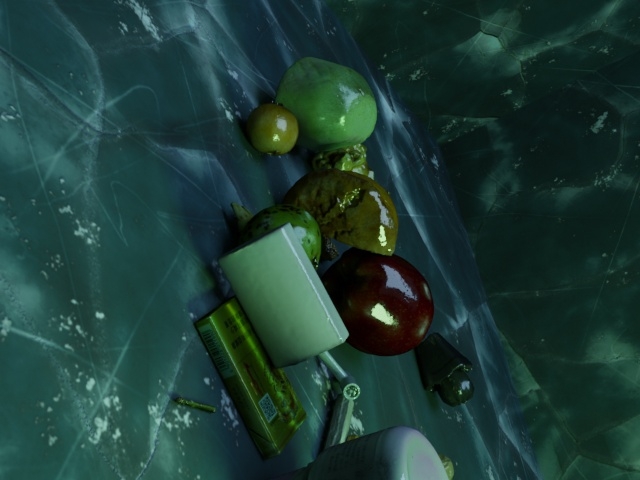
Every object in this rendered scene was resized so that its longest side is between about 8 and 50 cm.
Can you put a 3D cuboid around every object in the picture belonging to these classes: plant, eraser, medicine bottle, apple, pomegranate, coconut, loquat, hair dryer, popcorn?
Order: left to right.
[{"bbox_3d":[-0.113,0.007,1.610,0.263,0.211,0.211,29,8,26],"label":"pomegranate"},{"bbox_3d":[-0.132,-0.306,1.917,0.163,0.137,0.163,12,67,-31],"label":"loquat"},{"bbox_3d":[-0.079,0.117,1.446,0.270,0.174,0.095,62,21,-7],"label":"eraser"},{"bbox_3d":[0.000,-0.412,2.130,0.328,0.329,0.281,-81,168,-54],"label":"coconut"},{"bbox_3d":[0.023,0.305,1.728,0.183,0.044,0.155,49,-4,-5],"label":"hair dryer"},{"bbox_3d":[0.061,-0.235,2.261,0.203,0.200,0.225,3,95,-36],"label":"popcorn"},{"bbox_3d":[0.062,0.504,1.281,0.256,0.325,0.256,50,26,-35],"label":"medicine bottle"},{"bbox_3d":[0.158,0.165,1.917,0.317,0.288,0.288,34,37,-36],"label":"apple"},{"bbox_3d":[0.426,0.443,2.375,0.142,0.164,0.256,27,32,-57],"label":"plant"}]

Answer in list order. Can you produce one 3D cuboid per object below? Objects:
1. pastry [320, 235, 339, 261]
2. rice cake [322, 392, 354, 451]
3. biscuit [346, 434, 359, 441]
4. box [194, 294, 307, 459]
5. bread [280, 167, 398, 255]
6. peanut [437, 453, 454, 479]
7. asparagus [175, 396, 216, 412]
[{"bbox_3d":[0.000,0.000,2.014,0.140,0.056,0.080,56,16,-5],"label":"pastry"},{"bbox_3d":[0.042,0.456,1.641,0.057,0.052,0.256,60,23,-20],"label":"rice cake"},{"bbox_3d":[0.075,0.551,1.569,0.158,0.035,0.240,70,21,-44],"label":"biscuit"},{"bbox_3d":[-0.138,0.273,1.440,0.311,0.043,0.173,63,22,-4],"label":"box"},{"bbox_3d":[0.074,-0.098,1.879,0.194,0.340,0.178,-15,124,-65],"label":"bread"},{"bbox_3d":[0.287,0.659,1.869,0.120,0.136,0.298,63,21,4],"label":"peanut"},{"bbox_3d":[-0.227,0.296,1.255,0.114,0.015,0.014,34,39,-53],"label":"asparagus"}]
